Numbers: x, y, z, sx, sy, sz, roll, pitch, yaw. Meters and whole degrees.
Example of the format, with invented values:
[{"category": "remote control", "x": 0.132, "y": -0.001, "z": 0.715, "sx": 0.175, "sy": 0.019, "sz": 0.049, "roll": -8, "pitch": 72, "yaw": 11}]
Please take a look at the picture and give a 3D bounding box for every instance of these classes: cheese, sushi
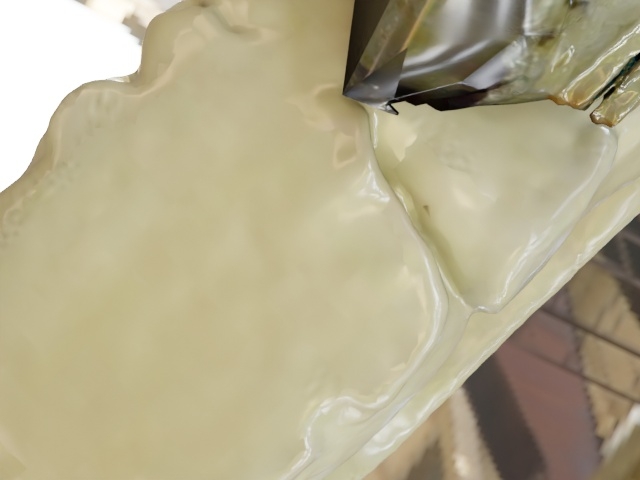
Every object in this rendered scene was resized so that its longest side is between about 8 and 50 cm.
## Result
[{"category": "cheese", "x": 0.001, "y": 0.002, "z": 0.749, "sx": 0.332, "sy": 0.153, "sz": 0.292, "roll": -48, "pitch": 170, "yaw": 26}, {"category": "sushi", "x": 0.093, "y": -0.163, "z": 0.637, "sx": 0.134, "sy": 0.109, "sz": 0.273, "roll": 127, "pitch": -21, "yaw": -48}]
